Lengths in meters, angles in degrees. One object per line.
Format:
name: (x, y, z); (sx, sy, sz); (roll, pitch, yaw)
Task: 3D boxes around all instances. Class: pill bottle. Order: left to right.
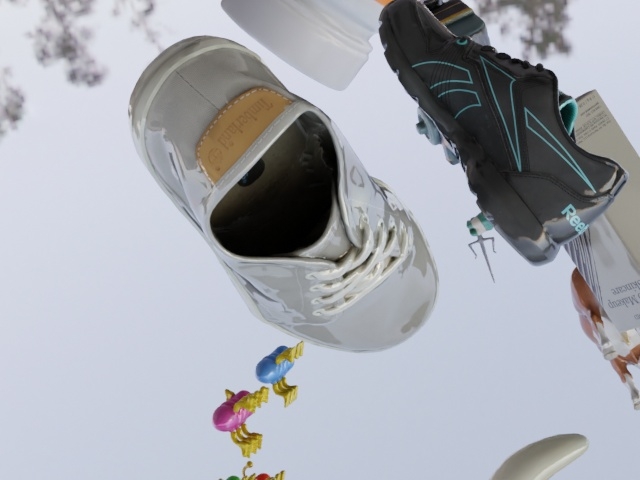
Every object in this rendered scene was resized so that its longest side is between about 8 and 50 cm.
pill bottle: (0.063, -0.390, 1.459); (0.392, 0.224, 0.224); (-55, -155, 14)

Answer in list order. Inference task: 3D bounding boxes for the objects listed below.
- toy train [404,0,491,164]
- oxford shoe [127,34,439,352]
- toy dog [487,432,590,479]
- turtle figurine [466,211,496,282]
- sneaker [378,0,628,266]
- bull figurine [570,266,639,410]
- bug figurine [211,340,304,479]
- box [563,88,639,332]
toy train: (0.227, -0.259, 2.057); (0.142, 0.334, 0.190); (-24, -143, -7)
oxford shoe: (0.000, 0.000, 1.027); (0.169, 0.449, 0.130); (-48, -127, -5)
toy dog: (0.334, 0.350, 1.135); (0.408, 0.395, 0.284); (-7, -178, -4)
turtle figurine: (0.293, -0.061, 1.674); (0.175, 0.234, 0.118); (-10, -167, -40)
sneaker: (0.141, -0.106, 0.981); (0.106, 0.101, 0.267); (-37, -117, 14)
bull figurine: (0.470, 0.142, 1.906); (0.101, 0.310, 0.188); (-32, -132, 14)
bug figurine: (-0.093, 0.269, 1.637); (0.072, 0.279, 0.216); (13, -168, 18)
box: (0.344, -0.033, 1.470); (0.094, 0.275, 0.113); (-33, 179, -27)
